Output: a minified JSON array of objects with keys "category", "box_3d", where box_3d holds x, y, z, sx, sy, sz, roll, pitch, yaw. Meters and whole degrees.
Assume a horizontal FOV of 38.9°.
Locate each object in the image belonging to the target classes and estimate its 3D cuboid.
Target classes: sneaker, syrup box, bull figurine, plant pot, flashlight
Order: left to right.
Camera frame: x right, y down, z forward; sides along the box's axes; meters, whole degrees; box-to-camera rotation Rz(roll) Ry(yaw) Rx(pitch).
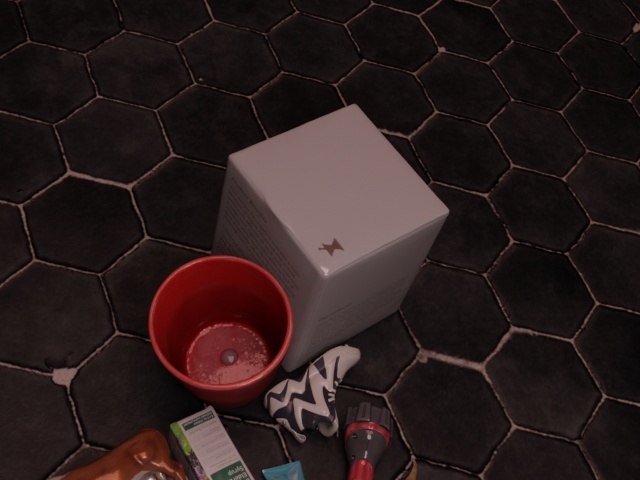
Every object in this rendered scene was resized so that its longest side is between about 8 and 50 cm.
[{"category":"bull figurine","box_3d":[-0.389,0.467,1.647,0.310,0.101,0.188,-32,70,-30]},{"category":"syrup box","box_3d":[-0.195,0.446,1.714,0.093,0.096,0.237,-22,62,-27]},{"category":"plant pot","box_3d":[-0.187,0.200,1.779,0.274,0.243,0.275,1,63,-1]},{"category":"sneaker","box_3d":[0.016,0.326,1.857,0.235,0.094,0.153,-27,66,-29]},{"category":"flashlight","box_3d":[0.079,0.468,1.757,0.103,0.103,0.304,43,39,-31]}]

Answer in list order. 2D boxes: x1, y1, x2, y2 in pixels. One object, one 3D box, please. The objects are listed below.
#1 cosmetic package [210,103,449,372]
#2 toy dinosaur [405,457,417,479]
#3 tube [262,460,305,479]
[{"category":"cosmetic package","box_3d":[0.000,0.000,1.900,0.327,0.394,0.329,-26,65,-29]},{"category":"toy dinosaur","box_3d":[0.170,0.508,1.789,0.092,0.053,0.183,36,54,14]},{"category":"tube","box_3d":[-0.042,0.523,1.732,0.080,0.052,0.207,-5,51,-28]}]
